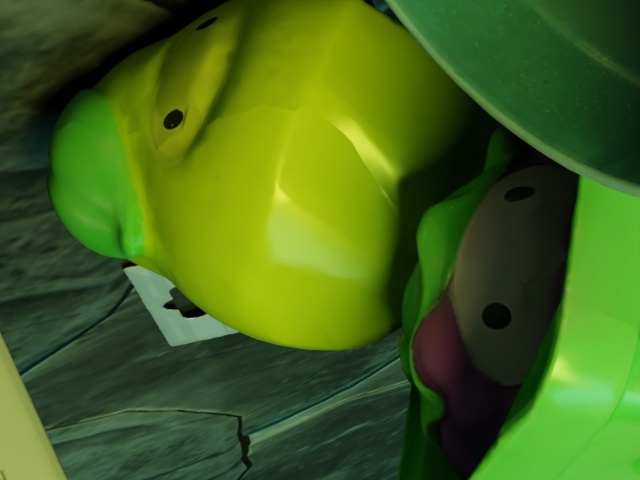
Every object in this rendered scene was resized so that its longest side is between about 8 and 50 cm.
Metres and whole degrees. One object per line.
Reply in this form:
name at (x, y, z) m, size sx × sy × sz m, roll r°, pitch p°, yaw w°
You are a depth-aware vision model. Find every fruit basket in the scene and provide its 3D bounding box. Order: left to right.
fruit basket at (0.064, -0.045, 0.888) m, size 0.392 × 0.392 × 0.283 m, roll -20°, pitch 159°, yaw -23°

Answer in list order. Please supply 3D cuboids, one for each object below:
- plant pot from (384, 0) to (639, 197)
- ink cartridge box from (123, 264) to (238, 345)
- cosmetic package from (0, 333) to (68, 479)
plant pot at (0.157, -0.192, 0.672) m, size 0.255 × 0.272 × 0.272 m, roll -35°, pitch 164°, yaw -20°
ink cartridge box at (0.000, 0.000, 1.269) m, size 0.232 × 0.066 × 0.189 m, roll -7°, pitch 161°, yaw 3°
cosmetic package at (-0.202, 0.158, 0.745) m, size 0.230 × 0.453 × 0.161 m, roll -20°, pitch 159°, yaw -21°
